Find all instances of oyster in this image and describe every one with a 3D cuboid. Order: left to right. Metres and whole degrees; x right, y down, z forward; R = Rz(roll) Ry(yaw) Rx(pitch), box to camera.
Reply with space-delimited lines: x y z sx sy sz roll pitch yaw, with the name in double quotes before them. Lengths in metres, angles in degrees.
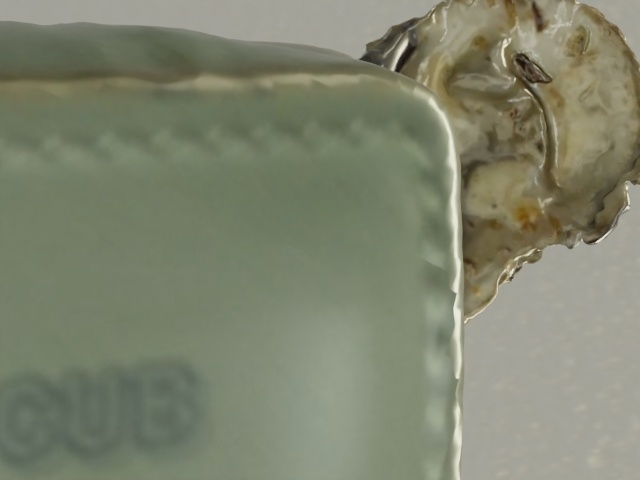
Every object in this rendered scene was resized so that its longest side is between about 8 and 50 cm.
"oyster" 0.002 0.002 0.865 0.129 0.345 0.078 59 -17 -14

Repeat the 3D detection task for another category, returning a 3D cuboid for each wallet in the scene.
"wallet" -0.074 0.135 0.371 0.083 0.252 0.360 13 -75 55
